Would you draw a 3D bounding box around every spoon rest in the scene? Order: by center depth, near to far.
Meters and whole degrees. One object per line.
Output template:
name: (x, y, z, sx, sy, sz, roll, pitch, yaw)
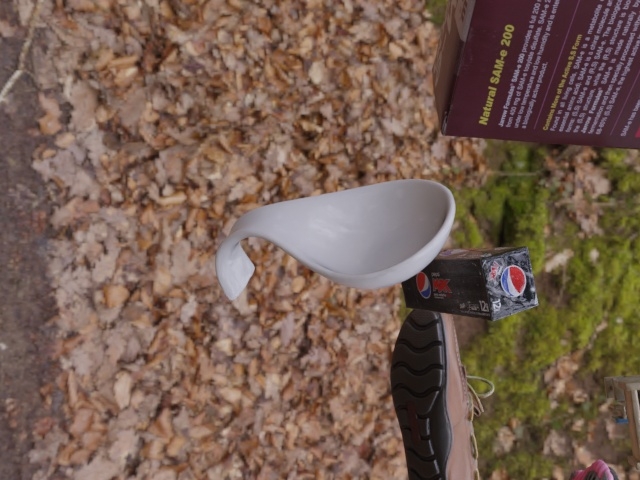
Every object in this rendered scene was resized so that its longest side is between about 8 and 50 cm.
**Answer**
spoon rest: (0.000, 0.000, 0.692, 0.084, 0.277, 0.137, 55, 41, -28)

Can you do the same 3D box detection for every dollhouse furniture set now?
dollhouse furniture set: (0.546, 0.283, 1.147, 0.184, 0.129, 0.129, 34, 51, -76)

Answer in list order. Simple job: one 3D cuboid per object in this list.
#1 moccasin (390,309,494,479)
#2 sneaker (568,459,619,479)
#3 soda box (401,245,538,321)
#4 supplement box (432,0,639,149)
moccasin: (0.220, 0.295, 1.270, 0.147, 0.139, 0.379, -11, 90, -44)
sneaker: (0.239, 0.221, 0.601, 0.047, 0.057, 0.119, -50, 162, -11)
soda box: (0.139, 0.039, 0.712, 0.169, 0.053, 0.060, 176, -98, -69)
supplement box: (0.192, -0.119, 0.393, 0.130, 0.240, 0.073, 97, -4, -45)
